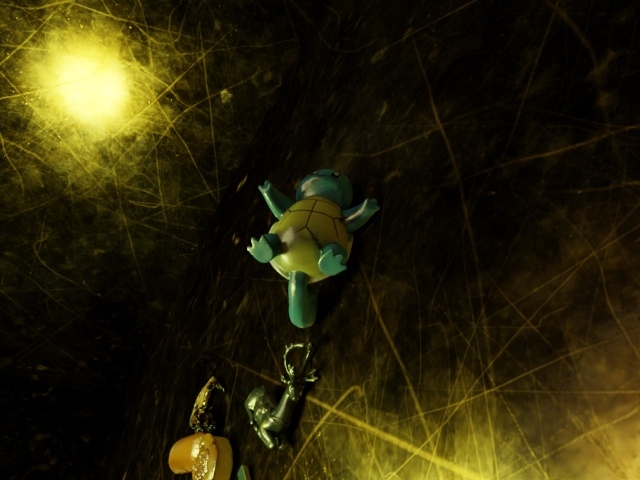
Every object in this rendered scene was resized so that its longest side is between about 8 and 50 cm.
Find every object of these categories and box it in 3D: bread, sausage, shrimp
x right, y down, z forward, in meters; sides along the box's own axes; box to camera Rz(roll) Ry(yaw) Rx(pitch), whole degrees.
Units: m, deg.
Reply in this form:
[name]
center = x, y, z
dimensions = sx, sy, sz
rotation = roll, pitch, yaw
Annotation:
[bread]
center = -0.293, 0.617, 1.157
dimensions = 0.125, 0.086, 0.156
rotation = -15, 58, 53
[sausage]
center = -0.399, 0.661, 1.318
dimensions = 0.274, 0.105, 0.105
rotation = -39, 36, 45
[shrimp]
center = -0.376, 0.548, 1.420
dimensions = 0.289, 0.075, 0.178
rotation = 138, 150, -65

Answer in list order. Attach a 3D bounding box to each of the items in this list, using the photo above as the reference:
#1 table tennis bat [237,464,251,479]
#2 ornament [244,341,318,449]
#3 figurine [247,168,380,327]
[table tennis bat]
center = -0.145, 0.615, 0.951
dimensions = 0.154, 0.021, 0.274
rotation = -64, 27, 5
[ornament]
center = -0.089, 0.336, 1.011
dimensions = 0.202, 0.080, 0.236
rotation = 26, 95, 62
[figurine]
center = -0.012, -0.007, 1.023
dimensions = 0.297, 0.243, 0.417
rotation = 5, 71, 18
